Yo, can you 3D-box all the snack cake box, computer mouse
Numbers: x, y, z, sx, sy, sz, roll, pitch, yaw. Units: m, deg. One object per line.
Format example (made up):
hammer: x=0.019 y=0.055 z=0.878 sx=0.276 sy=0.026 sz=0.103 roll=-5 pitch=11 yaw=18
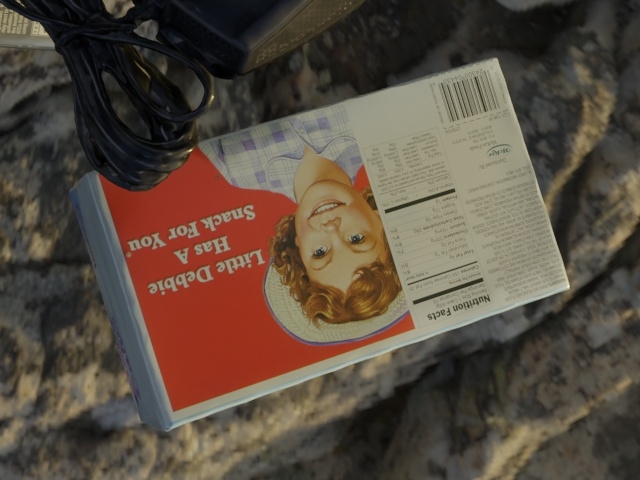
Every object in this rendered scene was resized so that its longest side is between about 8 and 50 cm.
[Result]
snack cake box: x=0.000 y=0.000 z=0.815 sx=0.264 sy=0.089 sz=0.152 roll=-17 pitch=90 yaw=-18
computer mouse: x=-0.025 y=-0.164 z=0.659 sx=0.272 sy=0.072 sz=0.188 roll=-32 pitch=79 yaw=12

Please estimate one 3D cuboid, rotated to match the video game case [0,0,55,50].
video game case: x=-0.270 y=-0.218 z=0.835 sx=0.274 sy=0.026 sz=0.196 roll=0 pitch=121 yaw=-30
